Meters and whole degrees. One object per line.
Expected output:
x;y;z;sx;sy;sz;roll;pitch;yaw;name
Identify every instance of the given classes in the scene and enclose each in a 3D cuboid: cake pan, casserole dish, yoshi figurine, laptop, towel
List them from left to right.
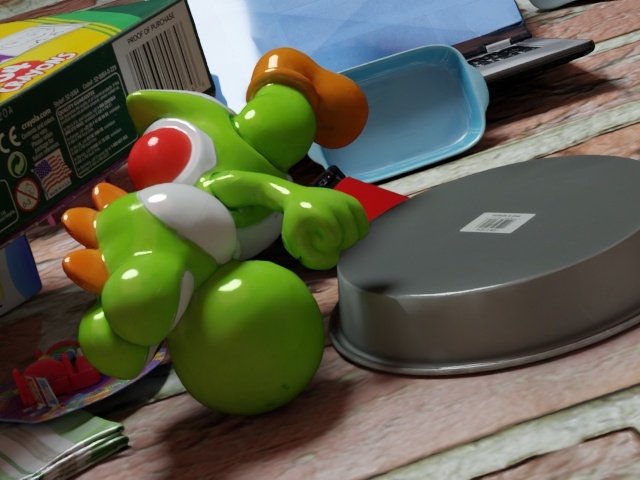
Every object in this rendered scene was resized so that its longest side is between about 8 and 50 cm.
-0.224;0.157;1.069;0.152;0.023;0.113;-27;22;-28;towel
-0.056;0.009;1.121;0.203;0.204;0.362;4;31;14;yoshi figurine
0.045;-0.265;1.686;0.381;0.236;0.408;-19;10;-3;laptop
0.073;-0.121;1.481;0.188;0.114;0.037;-18;-6;-4;casserole dish
0.140;0.009;1.126;0.293;0.054;0.293;-15;19;5;cake pan

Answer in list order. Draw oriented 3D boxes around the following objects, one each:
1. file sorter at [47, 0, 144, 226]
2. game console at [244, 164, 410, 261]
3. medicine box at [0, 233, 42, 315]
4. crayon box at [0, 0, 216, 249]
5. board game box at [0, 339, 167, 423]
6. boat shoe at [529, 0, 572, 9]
-0.264;-0.134;1.683;0.290;0.182;0.202;-19;20;-4;file sorter
0.000;0.000;1.336;0.124;0.085;0.144;-43;2;34;game console
-0.464;0.036;1.429;0.289;0.149;0.263;-32;24;-36;medicine box
-0.317;-0.082;1.245;0.313;0.106;0.363;-1;26;34;crayon box
-0.203;0.098;1.174;0.133;0.033;0.168;-28;16;-39;board game box
0.357;-0.345;1.921;0.183;0.065;0.083;-6;23;33;boat shoe
